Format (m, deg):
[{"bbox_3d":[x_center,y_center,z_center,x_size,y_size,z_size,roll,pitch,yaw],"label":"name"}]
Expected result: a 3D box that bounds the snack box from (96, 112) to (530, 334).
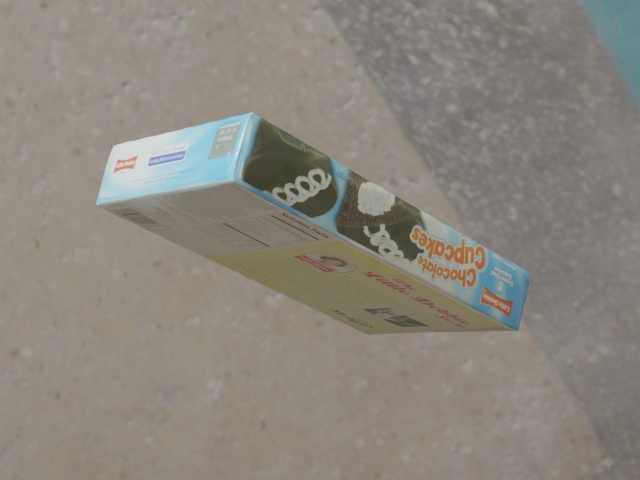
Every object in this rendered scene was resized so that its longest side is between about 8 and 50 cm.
[{"bbox_3d":[0.000,0.000,1.022,0.322,0.187,0.060,28,69,-36],"label":"snack box"}]
